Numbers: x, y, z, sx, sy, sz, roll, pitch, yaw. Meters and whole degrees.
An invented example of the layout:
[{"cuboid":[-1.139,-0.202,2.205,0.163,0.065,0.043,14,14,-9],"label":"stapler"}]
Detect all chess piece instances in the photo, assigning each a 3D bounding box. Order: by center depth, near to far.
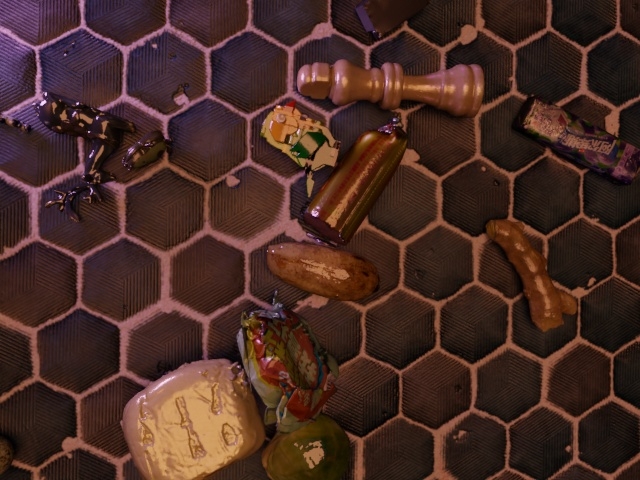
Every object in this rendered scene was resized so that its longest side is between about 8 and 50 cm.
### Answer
[{"cuboid":[0.147,-0.337,1.307,0.397,0.117,0.117,3,90,-6],"label":"chess piece"}]

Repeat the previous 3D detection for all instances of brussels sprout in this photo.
[{"cuboid":[-0.027,0.453,1.276,0.181,0.143,0.161,-37,117,16],"label":"brussels sprout"}]

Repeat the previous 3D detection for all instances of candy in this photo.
[{"cuboid":[0.600,-0.231,1.396,0.312,0.061,0.088,26,90,-8],"label":"candy"}]

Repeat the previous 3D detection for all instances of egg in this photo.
[{"cuboid":[-0.672,0.437,1.208,0.110,0.085,0.085,-15,93,-5],"label":"egg"}]

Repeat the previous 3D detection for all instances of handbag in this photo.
[{"cuboid":[-0.364,-0.182,1.250,0.047,0.072,0.111,46,64,8],"label":"handbag"}]

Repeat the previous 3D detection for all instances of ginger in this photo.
[{"cuboid":[0.477,0.072,1.381,0.118,0.065,0.298,-37,97,-20],"label":"ginger"}]

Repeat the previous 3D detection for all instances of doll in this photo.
[{"cuboid":[-0.043,-0.204,1.281,0.134,0.106,0.186,-45,96,5],"label":"doll"}]

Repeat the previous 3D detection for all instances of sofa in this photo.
[{"cuboid":[0.157,-0.520,1.336,0.147,0.060,0.085,-37,112,-6],"label":"sofa"}]

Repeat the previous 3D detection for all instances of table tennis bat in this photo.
[{"cuboid":[0.000,0.000,1.306,0.050,0.083,0.007,15,98,-45],"label":"table tennis bat"}]

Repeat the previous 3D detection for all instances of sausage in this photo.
[{"cuboid":[0.091,-0.143,1.291,0.117,0.125,0.317,35,85,-18],"label":"sausage"}]

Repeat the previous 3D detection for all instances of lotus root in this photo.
[{"cuboid":[0.007,0.068,1.299,0.259,0.097,0.110,12,92,-5],"label":"lotus root"}]

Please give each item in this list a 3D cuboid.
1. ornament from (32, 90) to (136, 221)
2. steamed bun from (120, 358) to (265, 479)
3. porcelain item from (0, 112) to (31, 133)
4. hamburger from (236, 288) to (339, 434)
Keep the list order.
[{"cuboid":[-0.509,-0.165,1.226,0.202,0.080,0.236,18,88,-12],"label":"ornament"},{"cuboid":[-0.253,0.368,1.233,0.273,0.166,0.232,-27,84,-9],"label":"steamed bun"},{"cuboid":[-0.656,-0.254,1.205,0.136,0.075,0.021,23,87,-7],"label":"porcelain item"},{"cuboid":[-0.088,0.253,1.228,0.150,0.276,0.260,-34,89,18],"label":"hamburger"}]
